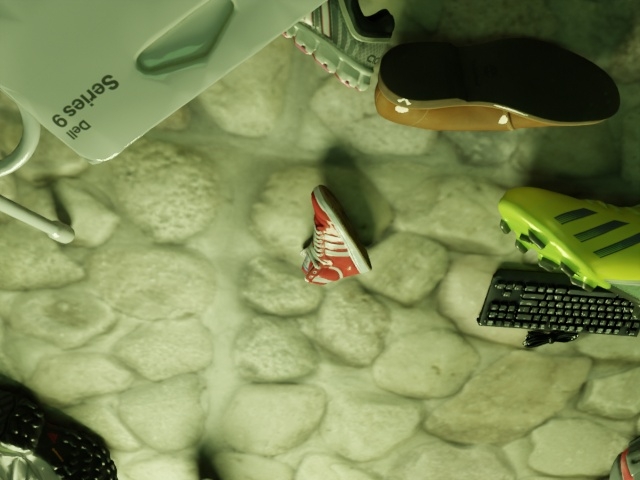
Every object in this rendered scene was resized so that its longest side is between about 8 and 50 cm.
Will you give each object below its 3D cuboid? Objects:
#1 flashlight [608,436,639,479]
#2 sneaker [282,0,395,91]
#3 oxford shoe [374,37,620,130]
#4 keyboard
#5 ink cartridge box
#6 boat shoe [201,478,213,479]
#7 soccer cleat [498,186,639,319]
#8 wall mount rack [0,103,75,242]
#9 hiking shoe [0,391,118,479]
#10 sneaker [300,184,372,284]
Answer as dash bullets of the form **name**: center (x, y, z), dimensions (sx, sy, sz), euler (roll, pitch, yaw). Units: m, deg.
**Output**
- **flashlight**: center (0.343, 0.353, 1.201), dimensions (0.103, 0.103, 0.304), euler (28, 129, -30)
- **sneaker**: center (-0.010, -0.195, 0.726), dimensions (0.170, 0.063, 0.075), euler (36, 103, -17)
- **oxford shoe**: center (0.150, -0.126, 0.799), dimensions (0.212, 0.076, 0.076), euler (4, 158, -5)
- **keyboard**: center (0.262, 0.081, 1.002), dimensions (0.180, 0.023, 0.108), euler (5, 131, -6)
- **ink cartridge box**: center (-0.087, -0.214, 0.551), dimensions (0.211, 0.289, 0.121), euler (-33, 125, 23)
- **boat shoe**: center (-0.147, 0.426, 1.223), dimensions (0.099, 0.116, 0.319), euler (-12, 136, 2)
- **soccer cleat**: center (0.301, 0.002, 0.911), dimensions (0.289, 0.093, 0.121), euler (27, 94, -18)
- **wall mount rack**: center (-0.375, -0.064, 0.785), dimensions (0.349, 0.130, 0.304), euler (-10, 127, 6)
- **hiking shoe**: center (-0.340, 0.264, 1.107), dimensions (0.114, 0.086, 0.227), euler (-20, 124, 32)
- **sneaker**: center (0.000, 0.000, 0.905), dimensions (0.067, 0.042, 0.118), euler (-22, 131, 11)
